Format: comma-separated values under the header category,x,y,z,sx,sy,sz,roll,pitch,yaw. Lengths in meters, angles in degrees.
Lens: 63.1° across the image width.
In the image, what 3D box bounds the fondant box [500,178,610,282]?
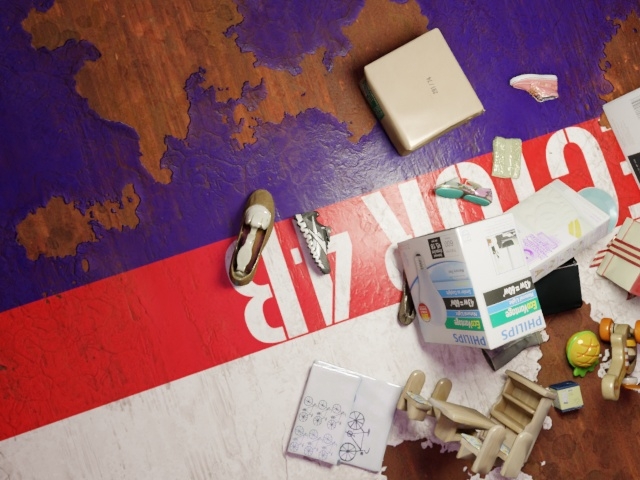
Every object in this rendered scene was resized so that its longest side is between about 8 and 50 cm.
category,x,y,z,sx,sy,sz,roll,pitch,yaw
fondant box,0.762,-0.035,1.776,0.330,0.096,0.238,-33,49,-4

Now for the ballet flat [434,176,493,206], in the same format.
category,x,y,z,sx,sy,sz,roll,pitch,yaw
ballet flat,0.506,-0.181,1.845,0.221,0.077,0.079,12,68,-8

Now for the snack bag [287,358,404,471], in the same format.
category,x,y,z,sx,sy,sz,roll,pitch,yaw
snack bag,0.092,0.610,1.784,0.342,0.037,0.324,18,85,-3

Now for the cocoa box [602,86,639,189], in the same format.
category,x,y,z,sx,sy,sz,roll,pitch,yaw
cocoa box,1.214,-0.389,1.820,0.227,0.231,0.347,-24,89,-6

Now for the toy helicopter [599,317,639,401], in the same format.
category,x,y,z,sx,sy,sz,roll,pitch,yaw
toy helicopter,1.004,0.430,1.749,0.355,0.140,0.235,-32,112,-43

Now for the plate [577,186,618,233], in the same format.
category,x,y,z,sx,sy,sz,roll,pitch,yaw
plate,0.986,-0.099,1.893,0.188,0.024,0.188,0,87,-5

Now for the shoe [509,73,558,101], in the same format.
category,x,y,z,sx,sy,sz,roll,pitch,yaw
shoe,0.774,-0.549,1.881,0.177,0.063,0.081,-3,82,-9

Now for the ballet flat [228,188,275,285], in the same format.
category,x,y,z,sx,sy,sz,roll,pitch,yaw
ballet flat,-0.232,-0.012,1.750,0.116,0.124,0.343,19,85,-3

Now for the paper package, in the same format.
category,x,y,z,sx,sy,sz,roll,pitch,yaw
paper package,0.338,-0.499,1.797,0.309,0.168,0.325,-29,90,-5

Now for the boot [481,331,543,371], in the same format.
category,x,y,z,sx,sy,sz,roll,pitch,yaw
boot,0.656,0.333,1.829,0.208,0.076,0.190,-25,87,2

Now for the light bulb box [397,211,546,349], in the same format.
category,x,y,z,sx,sy,sz,roll,pitch,yaw
light bulb box,0.463,0.133,1.656,0.225,0.358,0.362,-15,88,-22

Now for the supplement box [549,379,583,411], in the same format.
category,x,y,z,sx,sy,sz,roll,pitch,yaw
supplement box,0.864,0.547,1.832,0.083,0.056,0.083,-11,88,-5

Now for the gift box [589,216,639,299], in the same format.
category,x,y,z,sx,sy,sz,roll,pitch,yaw
gift box,1.117,0.092,1.783,0.255,0.258,0.277,27,105,-4

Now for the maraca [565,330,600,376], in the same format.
category,x,y,z,sx,sy,sz,roll,pitch,yaw
maraca,0.923,0.398,1.828,0.127,0.099,0.186,-25,114,-6

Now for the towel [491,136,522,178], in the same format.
category,x,y,z,sx,sy,sz,roll,pitch,yaw
towel,0.673,-0.298,1.879,0.109,0.027,0.148,4,87,-5

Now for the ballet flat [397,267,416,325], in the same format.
category,x,y,z,sx,sy,sz,roll,pitch,yaw
ballet flat,0.318,0.173,1.812,0.084,0.058,0.250,13,86,-4

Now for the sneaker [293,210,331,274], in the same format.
category,x,y,z,sx,sy,sz,roll,pitch,yaw
sneaker,0.000,0.000,1.789,0.106,0.078,0.235,-25,87,-3

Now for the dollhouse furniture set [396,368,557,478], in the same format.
category,x,y,z,sx,sy,sz,roll,pitch,yaw
dollhouse furniture set,0.528,0.537,1.663,0.393,0.362,0.257,23,91,-31

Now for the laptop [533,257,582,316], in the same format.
category,x,y,z,sx,sy,sz,roll,pitch,yaw
laptop,0.762,0.118,1.832,0.234,0.137,0.265,-12,47,-5
